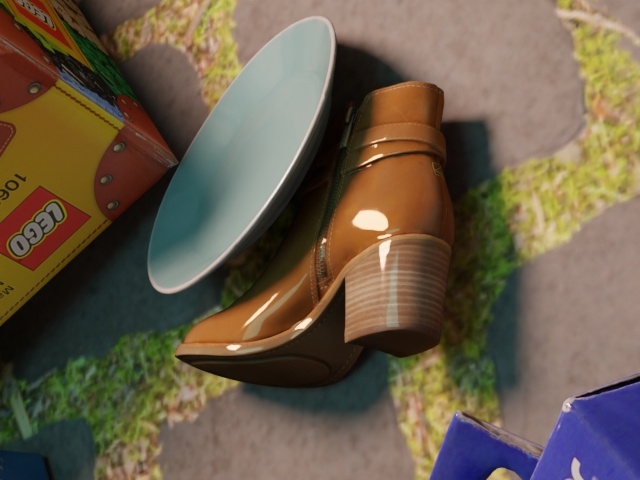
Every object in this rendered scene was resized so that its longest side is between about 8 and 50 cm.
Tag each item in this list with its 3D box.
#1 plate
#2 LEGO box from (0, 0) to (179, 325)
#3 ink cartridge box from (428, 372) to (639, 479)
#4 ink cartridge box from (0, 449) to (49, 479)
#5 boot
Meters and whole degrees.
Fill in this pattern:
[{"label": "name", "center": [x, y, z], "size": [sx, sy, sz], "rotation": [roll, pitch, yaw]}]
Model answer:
[{"label": "plate", "center": [-0.040, -0.047, 1.035], "size": [0.188, 0.024, 0.188], "rotation": [-46, 24, 28]}, {"label": "LEGO box", "center": [-0.398, -0.039, 1.188], "size": [0.500, 0.193, 0.372], "rotation": [-41, 53, 10]}, {"label": "ink cartridge box", "center": [0.182, 0.224, 0.678], "size": [0.395, 0.151, 0.270], "rotation": [51, 137, 37]}, {"label": "ink cartridge box", "center": [-0.212, 0.261, 1.101], "size": [0.134, 0.078, 0.231], "rotation": [-39, 58, 26]}, {"label": "boot", "center": [0.000, 0.000, 1.007], "size": [0.197, 0.073, 0.152], "rotation": [-15, 62, 38]}]
